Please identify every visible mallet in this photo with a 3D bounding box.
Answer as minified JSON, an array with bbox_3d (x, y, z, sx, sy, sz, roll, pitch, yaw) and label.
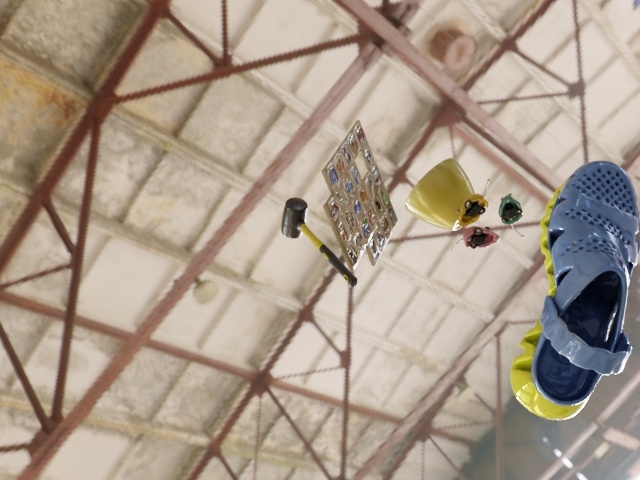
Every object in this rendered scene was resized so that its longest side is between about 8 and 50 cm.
[{"bbox_3d":[0.000,0.000,1.423,0.039,0.190,0.062,-17,-51,-30],"label":"mallet"}]

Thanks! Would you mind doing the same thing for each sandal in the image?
[{"bbox_3d":[0.318,0.049,1.083,0.126,0.317,0.138,15,-18,-5],"label":"sandal"}]

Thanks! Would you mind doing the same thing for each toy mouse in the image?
[{"bbox_3d":[0.285,-0.034,1.558,0.143,0.031,0.161,15,-54,-29],"label":"toy mouse"}]

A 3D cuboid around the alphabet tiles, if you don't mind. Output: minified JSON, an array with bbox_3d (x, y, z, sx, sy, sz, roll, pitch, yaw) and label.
[{"bbox_3d":[0.063,-0.060,1.508,0.198,0.009,0.237,67,-151,-23],"label":"alphabet tiles"}]

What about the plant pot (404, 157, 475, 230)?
[{"bbox_3d":[0.240,-0.075,1.753,0.134,0.095,0.134,-38,-22,-18],"label":"plant pot"}]
